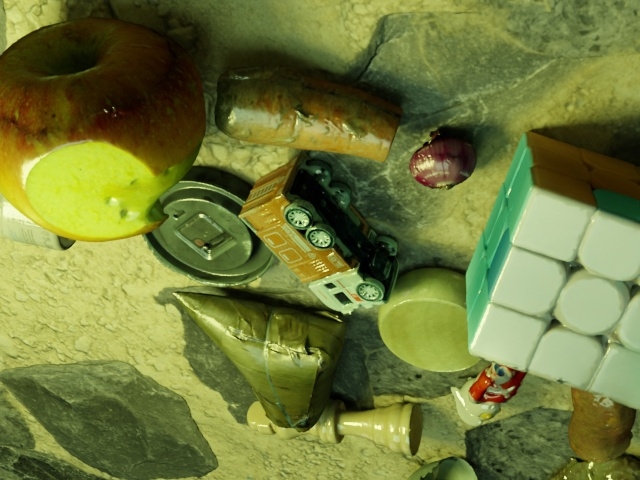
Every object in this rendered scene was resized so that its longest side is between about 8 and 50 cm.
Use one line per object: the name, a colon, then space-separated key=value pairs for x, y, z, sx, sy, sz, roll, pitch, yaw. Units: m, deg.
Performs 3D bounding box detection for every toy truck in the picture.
toy truck: x=0.000 y=0.000 z=1.829 sx=0.162 sy=0.136 sz=0.305 roll=-23 pitch=121 yaw=37

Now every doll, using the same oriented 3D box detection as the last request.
doll: x=0.359 y=0.256 z=1.947 sx=0.099 sy=0.188 sz=0.384 roll=57 pitch=150 yaw=19

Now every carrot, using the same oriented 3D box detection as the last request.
carrot: x=-0.024 y=-0.206 z=1.641 sx=0.302 sy=0.138 sz=0.138 roll=15 pitch=136 yaw=-4

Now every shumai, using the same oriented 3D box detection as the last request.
shumai: x=0.592 y=0.639 z=2.150 sx=0.217 sy=0.283 sz=0.346 roll=24 pitch=138 yaw=-7

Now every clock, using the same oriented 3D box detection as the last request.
clock: x=-0.215 y=-0.024 z=1.935 sx=0.281 sy=0.055 sz=0.280 roll=10 pitch=135 yaw=10

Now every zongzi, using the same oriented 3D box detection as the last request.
zongzi: x=-0.146 y=0.246 z=2.099 sx=0.360 sy=0.160 sz=0.323 roll=15 pitch=135 yaw=3

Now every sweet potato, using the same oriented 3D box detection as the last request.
sweet potato: x=0.550 y=0.301 z=1.948 sx=0.131 sy=0.131 sz=0.336 roll=4 pitch=135 yaw=15

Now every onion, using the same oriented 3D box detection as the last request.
onion: x=0.201 y=-0.134 z=1.666 sx=0.115 sy=0.115 sz=0.104 roll=-20 pitch=80 yaw=33

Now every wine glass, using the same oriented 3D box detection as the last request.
wine glass: x=0.232 y=0.613 z=2.353 sx=0.143 sy=0.143 sz=0.321 roll=31 pitch=132 yaw=-13

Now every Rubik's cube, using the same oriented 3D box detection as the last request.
Rubik's cube: x=0.407 y=0.037 z=1.560 sx=0.291 sy=0.291 sz=0.290 roll=19 pitch=115 yaw=1

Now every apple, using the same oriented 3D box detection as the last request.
apple: x=-0.357 y=-0.164 z=1.632 sx=0.384 sy=0.374 sz=0.374 roll=13 pitch=137 yaw=22

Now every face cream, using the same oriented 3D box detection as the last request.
face cream: x=-0.532 y=-0.079 z=1.902 sx=0.153 sy=0.177 sz=0.177 roll=12 pitch=136 yaw=4

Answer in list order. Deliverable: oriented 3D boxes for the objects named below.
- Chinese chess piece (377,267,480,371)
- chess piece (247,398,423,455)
Chinese chess piece: x=0.228 y=0.154 z=1.933 sx=0.238 sy=0.092 sz=0.237 roll=10 pitch=135 yaw=10
chess piece: x=0.023 y=0.404 z=2.237 sx=0.397 sy=0.117 sz=0.117 roll=2 pitch=133 yaw=19
